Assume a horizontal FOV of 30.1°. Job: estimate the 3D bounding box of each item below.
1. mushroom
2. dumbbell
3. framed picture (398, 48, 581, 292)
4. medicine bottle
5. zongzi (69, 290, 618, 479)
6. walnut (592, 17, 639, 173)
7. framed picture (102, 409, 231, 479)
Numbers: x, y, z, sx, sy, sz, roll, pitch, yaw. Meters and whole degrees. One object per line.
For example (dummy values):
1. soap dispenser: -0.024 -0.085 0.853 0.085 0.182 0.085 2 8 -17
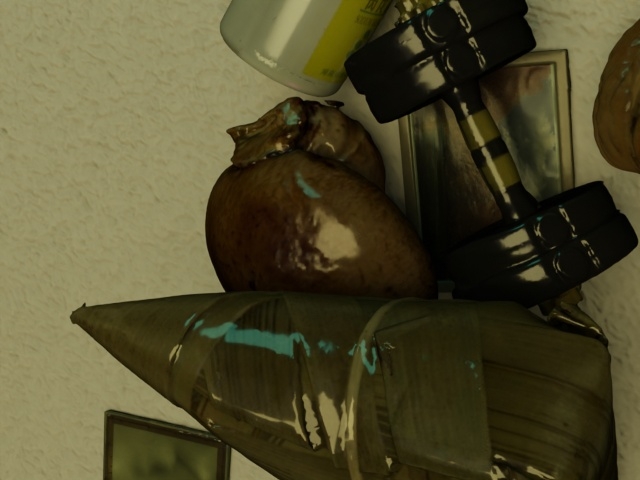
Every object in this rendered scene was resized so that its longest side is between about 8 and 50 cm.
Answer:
1. mushroom: -0.013 -0.003 1.204 0.195 0.263 0.283 -15 86 -19
2. dumbbell: 0.160 -0.084 1.122 0.185 0.185 0.388 -26 91 24
3. framed picture: 0.172 -0.066 1.230 0.184 0.016 0.249 0 101 22
4. medicine bottle: 0.016 -0.283 1.174 0.143 0.143 0.258 35 112 11
5. zongzi: 0.058 0.185 1.163 0.467 0.500 0.218 15 69 23
6. walnut: 0.336 -0.139 1.084 0.155 0.155 0.184 25 99 14
7. framed picture: -0.194 0.331 1.458 0.173 0.010 0.231 10 105 19
